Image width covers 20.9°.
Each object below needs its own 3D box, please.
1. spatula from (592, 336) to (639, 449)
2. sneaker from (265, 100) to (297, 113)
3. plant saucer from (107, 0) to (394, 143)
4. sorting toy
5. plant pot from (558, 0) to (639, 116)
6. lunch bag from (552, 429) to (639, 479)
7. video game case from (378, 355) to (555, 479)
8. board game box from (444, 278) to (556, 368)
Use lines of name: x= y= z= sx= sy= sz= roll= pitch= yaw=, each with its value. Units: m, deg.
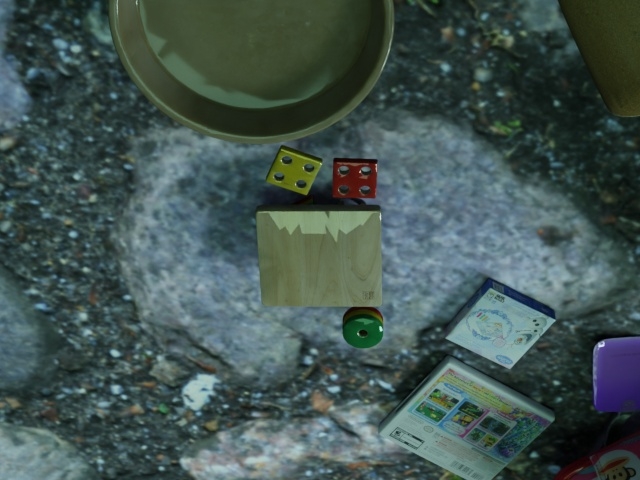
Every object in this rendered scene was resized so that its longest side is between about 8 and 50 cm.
spatula: x=0.349 y=0.232 z=2.042 sx=0.084 sy=0.030 sz=0.296 roll=-5 pitch=130 yaw=-7
sneaker: x=-0.023 y=-0.133 z=1.767 sx=0.083 sy=0.031 sz=0.035 roll=-11 pitch=127 yaw=11
plant saucer: x=-0.066 y=-0.221 z=1.679 sx=0.278 sy=0.041 sz=0.277 roll=2 pitch=123 yaw=3
sorting toy: x=0.000 y=0.000 z=1.862 sx=0.132 sy=0.046 sz=0.274 roll=0 pitch=129 yaw=3
plant pot: x=0.286 y=-0.279 z=1.535 sx=0.237 sy=0.237 sz=0.254 roll=-31 pitch=107 yaw=24
lunch bag: x=0.439 y=0.329 z=2.040 sx=0.293 sy=0.120 sz=0.258 roll=-24 pitch=128 yaw=8
video game case: x=0.172 y=0.215 z=2.046 sx=0.157 sy=0.019 sz=0.143 roll=29 pitch=124 yaw=-18
board game box: x=0.201 y=0.094 z=1.946 sx=0.090 sy=0.020 sz=0.090 roll=26 pitch=125 yaw=-18
